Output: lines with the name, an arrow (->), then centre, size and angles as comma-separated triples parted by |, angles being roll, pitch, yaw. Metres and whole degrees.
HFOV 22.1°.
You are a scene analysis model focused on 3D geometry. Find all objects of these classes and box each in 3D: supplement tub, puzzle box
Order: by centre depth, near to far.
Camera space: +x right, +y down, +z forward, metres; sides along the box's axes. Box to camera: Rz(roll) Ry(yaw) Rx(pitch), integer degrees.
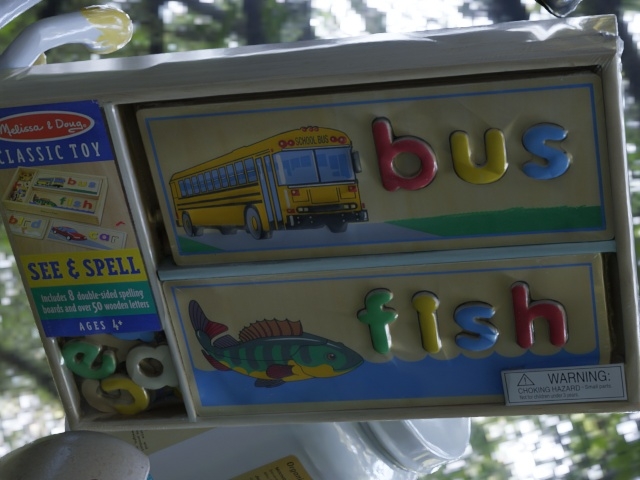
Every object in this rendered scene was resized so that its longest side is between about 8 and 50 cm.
puzzle box -> 0.000, 0.000, 1.066 | 0.408, 0.052, 0.272 | -4, -58, 13
supplement tub -> -0.046, 0.159, 1.482 | 0.316, 0.228, 0.228 | -24, -103, 22

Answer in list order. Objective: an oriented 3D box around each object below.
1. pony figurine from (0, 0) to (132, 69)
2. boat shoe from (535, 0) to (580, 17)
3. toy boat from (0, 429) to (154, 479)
pony figurine -> -0.320, -0.088, 1.277 | 0.303, 0.363, 0.351 | 50, -44, 7
boat shoe -> 0.025, -0.153, 0.661 | 0.228, 0.080, 0.076 | 31, -92, 26
toy boat -> -0.152, 0.224, 0.950 | 0.148, 0.267, 0.318 | 47, -36, -14
